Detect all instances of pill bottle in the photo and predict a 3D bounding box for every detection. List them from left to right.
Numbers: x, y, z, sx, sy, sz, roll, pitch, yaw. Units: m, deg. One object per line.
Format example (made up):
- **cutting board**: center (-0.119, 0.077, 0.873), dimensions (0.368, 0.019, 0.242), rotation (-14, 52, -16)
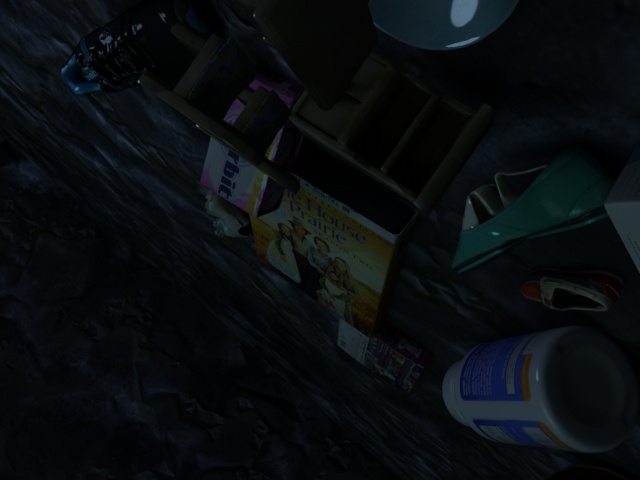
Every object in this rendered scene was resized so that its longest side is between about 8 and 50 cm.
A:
- **pill bottle**: center (0.290, 0.214, 0.756), dimensions (0.152, 0.152, 0.272), rotation (42, 157, -1)

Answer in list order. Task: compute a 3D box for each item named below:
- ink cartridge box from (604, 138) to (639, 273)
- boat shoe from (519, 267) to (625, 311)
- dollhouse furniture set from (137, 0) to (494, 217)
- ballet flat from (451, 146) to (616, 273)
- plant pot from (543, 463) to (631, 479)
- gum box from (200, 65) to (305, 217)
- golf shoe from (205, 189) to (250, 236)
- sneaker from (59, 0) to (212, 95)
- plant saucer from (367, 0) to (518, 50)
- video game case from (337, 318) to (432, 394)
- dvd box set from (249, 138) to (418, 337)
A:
- **ink cartridge box**: center (0.285, -0.026, 0.338), dimensions (0.090, 0.092, 0.143), rotation (51, 154, -20)
- **boat shoe**: center (0.290, 0.062, 0.629), dimensions (0.049, 0.043, 0.137), rotation (46, 157, -16)
- **dollhouse furniture set**: center (0.035, -0.126, 0.404), dimensions (0.161, 0.212, 0.242), rotation (35, -178, 18)
- **ballet flat**: center (0.208, -0.032, 0.568), dimensions (0.087, 0.083, 0.247), rotation (64, 158, 8)
- **plant pot**: center (0.517, 0.544, 0.950), dimensions (0.215, 0.215, 0.230), rotation (15, 159, 46)
- **gum box**: center (-0.089, -0.141, 0.729), dimensions (0.107, 0.062, 0.188), rotation (31, 120, 19)
- **golf shoe**: center (-0.197, -0.065, 1.152), dimensions (0.086, 0.069, 0.176), rotation (14, 153, 11)
- **sneaker**: center (-0.278, -0.275, 0.794), dimensions (0.341, 0.139, 0.125), rotation (8, 138, 50)
- **plant saucer**: center (0.082, -0.248, 0.416), dimensions (0.195, 0.037, 0.195), rotation (33, 154, 18)
- **video game case**: center (0.134, 0.245, 1.185), dimensions (0.210, 0.042, 0.232), rotation (33, 156, 18)
- **dvd box set**: center (0.000, 0.000, 0.940), dimensions (0.308, 0.062, 0.420), rotation (34, 156, 16)
